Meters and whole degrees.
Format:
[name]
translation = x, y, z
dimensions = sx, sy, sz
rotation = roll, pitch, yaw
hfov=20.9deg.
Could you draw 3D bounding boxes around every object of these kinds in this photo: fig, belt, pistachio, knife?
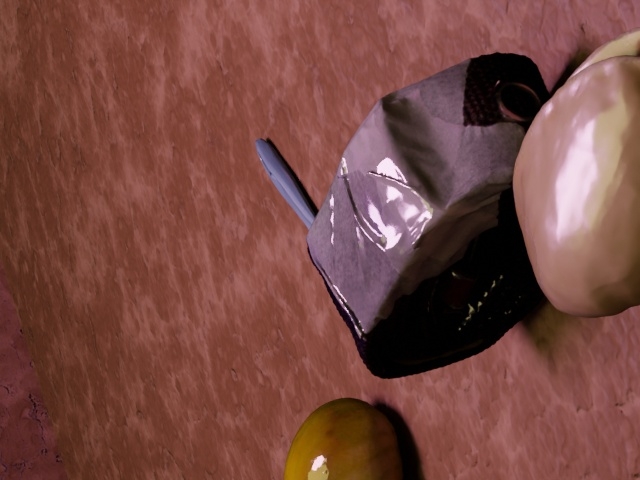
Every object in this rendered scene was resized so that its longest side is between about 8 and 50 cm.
[fig]
translation = 0.027, 0.237, 1.776
dimensions = 0.136, 0.120, 0.153
rotation = 160, 119, -71
[belt]
translation = 0.098, -0.026, 1.394
dimensions = 0.164, 0.184, 0.289
rotation = 68, 150, 31
[pistachio]
translation = 0.210, -0.039, 1.198
dimensions = 0.152, 0.126, 0.223
rotation = 31, 130, 16
[knife]
translation = 0.000, 0.000, 1.827
dimensions = 0.313, 0.019, 0.044
rotation = 56, 157, 37
